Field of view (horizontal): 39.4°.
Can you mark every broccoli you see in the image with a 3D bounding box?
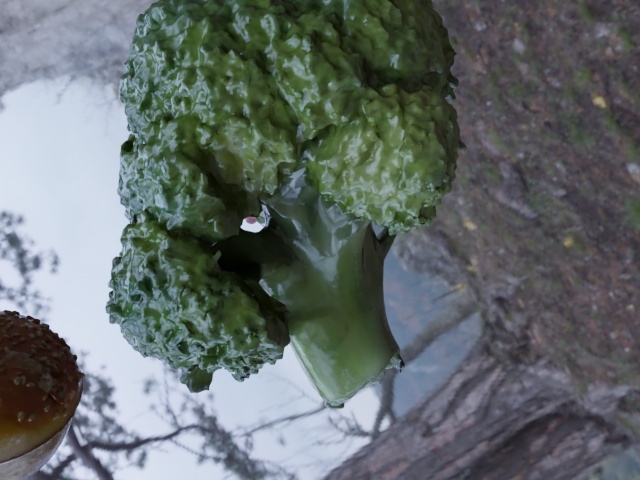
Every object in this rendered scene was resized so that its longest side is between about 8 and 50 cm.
[{"bbox_3d":[-0.002,-0.014,0.526,0.254,0.186,0.302,-15,-83,-53],"label":"broccoli"}]

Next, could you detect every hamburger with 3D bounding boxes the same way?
[{"bbox_3d":[-0.349,0.156,0.882,0.237,0.237,0.147,-115,19,-59],"label":"hamburger"}]

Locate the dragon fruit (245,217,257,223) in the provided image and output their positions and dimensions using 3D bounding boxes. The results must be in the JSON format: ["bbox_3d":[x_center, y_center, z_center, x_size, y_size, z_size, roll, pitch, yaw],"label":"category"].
[{"bbox_3d":[-0.091,-0.102,0.976,0.111,0.153,0.153,5,-122,-61],"label":"dragon fruit"}]
